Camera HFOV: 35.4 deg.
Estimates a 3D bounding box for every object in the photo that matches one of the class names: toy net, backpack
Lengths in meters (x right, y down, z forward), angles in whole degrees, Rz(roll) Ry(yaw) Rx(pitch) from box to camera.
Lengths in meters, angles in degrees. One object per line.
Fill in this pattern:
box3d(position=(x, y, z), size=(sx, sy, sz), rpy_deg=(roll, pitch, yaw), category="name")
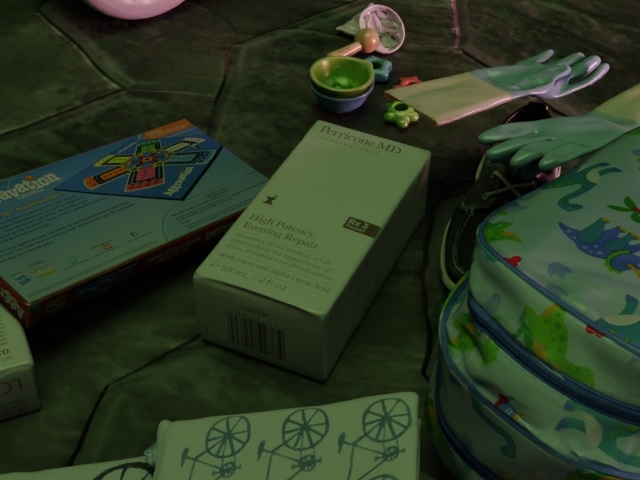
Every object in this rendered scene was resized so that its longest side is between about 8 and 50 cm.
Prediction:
box3d(position=(0.063, -0.209, 1.112), size=(0.122, 0.045, 0.232), rpy_deg=(7, 42, 7), category="toy net")
box3d(position=(0.231, 0.062, 0.687), size=(0.355, 0.273, 0.290), rpy_deg=(-34, 57, -18), category="backpack")

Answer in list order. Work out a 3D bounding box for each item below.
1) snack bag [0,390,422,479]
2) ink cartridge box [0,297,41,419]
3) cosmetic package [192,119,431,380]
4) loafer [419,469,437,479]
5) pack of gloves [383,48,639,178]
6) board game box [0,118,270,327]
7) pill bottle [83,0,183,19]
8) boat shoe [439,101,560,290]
box3d(position=(-0.113, 0.228, 0.547), size=(0.342, 0.037, 0.323), rpy_deg=(-11, 38, 18), category="snack bag")
box3d(position=(-0.354, 0.035, 0.821), size=(0.185, 0.065, 0.311), rpy_deg=(-14, 47, -19), category="ink cartridge box")
box3d(position=(0.000, 0.000, 0.850), size=(0.117, 0.085, 0.231), rpy_deg=(17, 46, 17), category="cosmetic package")
box3d(position=(0.071, 0.218, 0.571), size=(0.112, 0.111, 0.319), rpy_deg=(-45, 53, -5), category="loafer")
box3d(position=(0.205, -0.110, 0.906), size=(0.232, 0.046, 0.195), rpy_deg=(-18, 34, -26), category="pack of gloves")
box3d(position=(-0.177, -0.027, 0.871), size=(0.145, 0.027, 0.281), rpy_deg=(37, 42, 25), category="board game box")
box3d(position=(-0.295, -0.438, 1.239), size=(0.210, 0.210, 0.363), rpy_deg=(-25, 48, -26), category="pill bottle")
box3d(position=(0.164, -0.038, 0.900), size=(0.084, 0.079, 0.233), rpy_deg=(18, 46, 16), category="boat shoe")
